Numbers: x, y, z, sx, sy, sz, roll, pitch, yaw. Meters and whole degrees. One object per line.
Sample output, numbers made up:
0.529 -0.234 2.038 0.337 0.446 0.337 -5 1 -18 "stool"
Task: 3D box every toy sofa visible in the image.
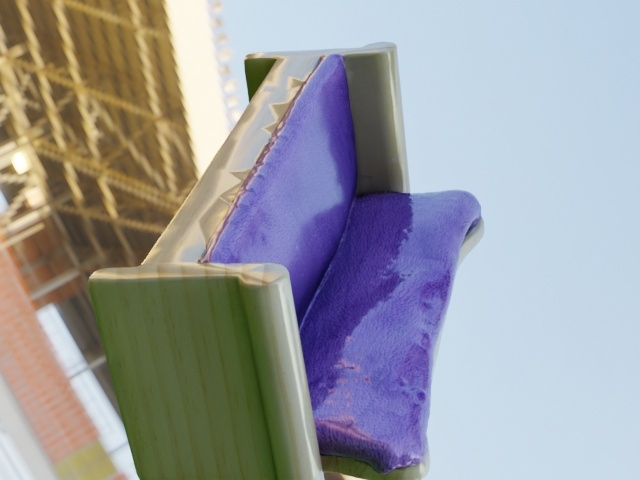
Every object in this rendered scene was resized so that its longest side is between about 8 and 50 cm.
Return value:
0.000 0.000 0.914 0.177 0.362 0.150 -1 -62 15 "toy sofa"
